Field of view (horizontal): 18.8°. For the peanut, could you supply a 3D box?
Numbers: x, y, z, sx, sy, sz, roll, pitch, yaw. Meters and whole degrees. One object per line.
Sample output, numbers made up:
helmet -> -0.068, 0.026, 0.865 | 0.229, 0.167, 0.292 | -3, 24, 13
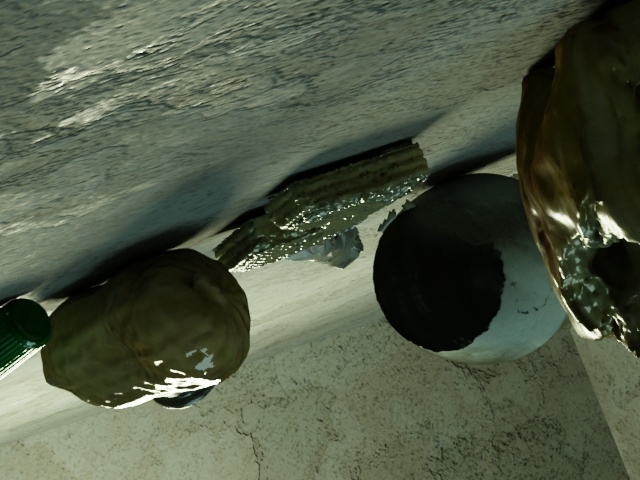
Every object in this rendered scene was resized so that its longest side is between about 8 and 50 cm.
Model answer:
peanut -> -0.165, 0.088, 1.938 | 0.159, 0.143, 0.291 | -27, -176, -38

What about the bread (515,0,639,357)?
bread -> 0.266, -0.035, 1.644 | 0.192, 0.314, 0.370 | -14, 180, 12

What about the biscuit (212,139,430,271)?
biscuit -> -0.005, -0.028, 1.901 | 0.147, 0.046, 0.250 | -19, 173, -28

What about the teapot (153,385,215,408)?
teapot -> -0.195, 0.127, 2.250 | 0.166, 0.130, 0.119 | 8, 153, 24

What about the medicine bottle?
medicine bottle -> -0.375, 0.143, 1.950 | 0.111, 0.076, 0.309 | 29, 138, -30

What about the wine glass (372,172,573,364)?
wine glass -> 0.210, 0.025, 2.277 | 0.238, 0.238, 0.323 | -25, 171, 29

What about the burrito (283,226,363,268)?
burrito -> 0.001, -0.001, 2.110 | 0.064, 0.064, 0.203 | -23, 172, 15
